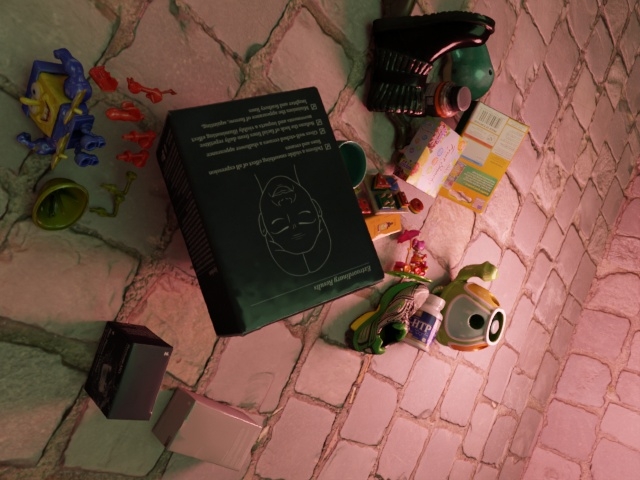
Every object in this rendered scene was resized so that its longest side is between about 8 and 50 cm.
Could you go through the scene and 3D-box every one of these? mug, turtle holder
[{"bbox_3d":[0.047,-0.220,1.358,0.129,0.097,0.158,-21,112,-36],"label":"mug"},{"bbox_3d":[0.556,0.255,1.825,0.320,0.227,0.243,-54,128,-18],"label":"turtle holder"}]

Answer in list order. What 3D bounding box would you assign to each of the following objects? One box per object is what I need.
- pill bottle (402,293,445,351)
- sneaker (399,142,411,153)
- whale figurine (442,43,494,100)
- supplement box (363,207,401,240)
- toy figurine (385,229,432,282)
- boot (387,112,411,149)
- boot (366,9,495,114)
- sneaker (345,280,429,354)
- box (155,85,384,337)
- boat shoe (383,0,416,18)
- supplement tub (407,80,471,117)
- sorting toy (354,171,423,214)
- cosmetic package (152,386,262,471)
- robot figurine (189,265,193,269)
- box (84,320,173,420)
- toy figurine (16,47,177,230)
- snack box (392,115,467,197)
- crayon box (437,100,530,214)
[{"bbox_3d":[0.359,0.282,1.735,0.112,0.112,0.187,35,75,-40],"label":"pill bottle"},{"bbox_3d":[0.312,-0.275,1.605,0.161,0.057,0.075,-8,99,-43],"label":"sneaker"},{"bbox_3d":[0.509,-0.600,1.649,0.216,0.141,0.272,8,93,-42],"label":"whale figurine"},{"bbox_3d":[0.141,-0.043,1.495,0.233,0.080,0.078,-18,111,-36],"label":"supplement box"},{"bbox_3d":[0.306,0.045,1.633,0.173,0.130,0.159,16,80,-30],"label":"toy figurine"},{"bbox_3d":[0.232,-0.352,1.531,0.114,0.037,0.106,47,56,-41],"label":"boot"},{"bbox_3d":[0.302,-0.485,1.400,0.131,0.347,0.260,-24,115,-72],"label":"boot"},{"bbox_3d":[0.248,0.258,1.610,0.343,0.146,0.134,-38,122,-30],"label":"sneaker"},{"bbox_3d":[-0.104,-0.051,0.957,0.293,0.212,0.396,-17,86,-26],"label":"box"},{"bbox_3d":[0.273,-0.773,1.421,0.116,0.123,0.324,14,92,-44],"label":"boat shoe"},{"bbox_3d":[0.352,-0.426,1.512,0.106,0.198,0.106,-12,108,-40],"label":"supplement tub"},{"bbox_3d":[0.196,-0.146,1.489,0.274,0.046,0.132,-3,66,-35],"label":"sorting toy"},{"bbox_3d":[-0.274,0.467,1.230,0.238,0.107,0.127,41,72,-36],"label":"cosmetic package"},{"bbox_3d":[-0.152,-0.019,1.159,0.353,0.199,0.300,-46,134,-24],"label":"robot figurine"},{"bbox_3d":[-0.400,0.266,1.034,0.093,0.158,0.156,21,85,-42],"label":"box"},{"bbox_3d":[-0.450,-0.214,0.909,0.191,0.217,0.362,-23,159,-51],"label":"toy figurine"},{"bbox_3d":[0.346,-0.258,1.563,0.174,0.070,0.207,21,104,-45],"label":"snack box"},{"bbox_3d":[0.522,-0.277,1.676,0.203,0.083,0.323,23,104,-12],"label":"crayon box"}]
